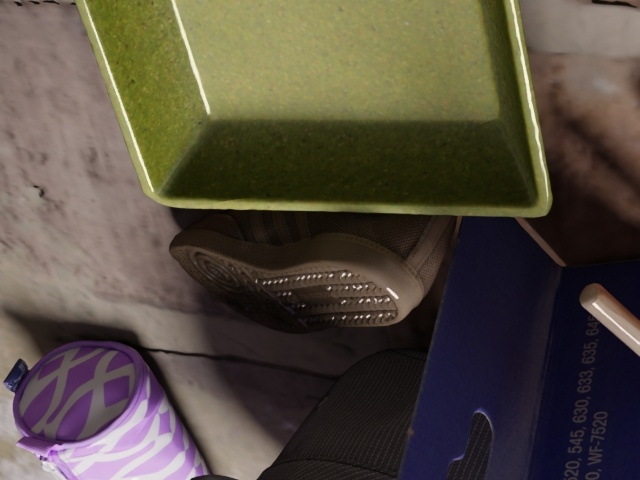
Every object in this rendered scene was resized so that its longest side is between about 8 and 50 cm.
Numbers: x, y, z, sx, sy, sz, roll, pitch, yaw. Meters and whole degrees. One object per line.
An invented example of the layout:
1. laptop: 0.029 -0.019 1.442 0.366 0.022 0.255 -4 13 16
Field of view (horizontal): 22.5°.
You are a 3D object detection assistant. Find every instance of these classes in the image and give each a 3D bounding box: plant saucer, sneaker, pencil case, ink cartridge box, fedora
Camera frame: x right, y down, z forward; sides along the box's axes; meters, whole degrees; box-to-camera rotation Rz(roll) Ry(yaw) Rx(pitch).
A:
1. plant saucer: -0.005 -0.098 0.648 0.188 0.045 0.188 2 130 22
2. sneaker: 0.000 0.000 0.765 0.066 0.071 0.188 48 157 -27
3. pencil case: -0.111 0.149 0.962 0.086 0.088 0.206 1 138 27
4. ink cartridge box: 0.151 0.164 0.687 0.072 0.304 0.307 -20 127 35
5. fedora: 0.061 0.136 0.827 0.243 0.124 0.275 24 158 3

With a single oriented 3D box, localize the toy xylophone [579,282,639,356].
1. toy xylophone: 0.248 0.014 0.642 0.236 0.081 0.323 -21 125 38
